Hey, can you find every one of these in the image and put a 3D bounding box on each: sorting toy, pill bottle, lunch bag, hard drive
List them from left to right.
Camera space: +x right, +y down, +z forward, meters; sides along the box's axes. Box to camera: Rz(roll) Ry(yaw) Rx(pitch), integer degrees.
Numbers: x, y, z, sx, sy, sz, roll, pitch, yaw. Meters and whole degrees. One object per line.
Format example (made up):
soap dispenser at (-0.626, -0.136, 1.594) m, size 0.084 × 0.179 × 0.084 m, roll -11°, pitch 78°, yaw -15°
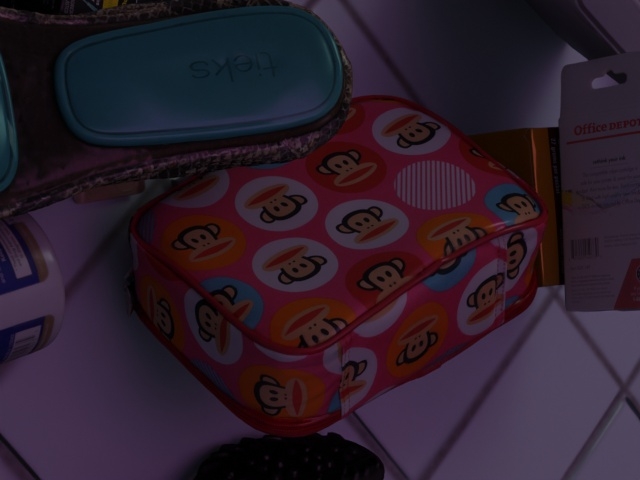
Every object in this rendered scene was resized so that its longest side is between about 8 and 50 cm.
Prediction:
pill bottle at (-0.281, 0.048, 1.345) m, size 0.187 × 0.112 × 0.112 m, roll -18°, pitch 98°, yaw -39°
sorting toy at (-0.169, -0.073, 1.508) m, size 0.062 × 0.012 × 0.083 m, roll -11°, pitch 97°, yaw -34°
lunch bag at (0.000, 0.000, 1.507) m, size 0.293 × 0.258 × 0.120 m, roll -27°, pitch 139°, yaw -30°
hard drive at (0.224, -0.197, 1.664) m, size 0.040 × 0.307 × 0.203 m, roll -45°, pitch 118°, yaw 5°

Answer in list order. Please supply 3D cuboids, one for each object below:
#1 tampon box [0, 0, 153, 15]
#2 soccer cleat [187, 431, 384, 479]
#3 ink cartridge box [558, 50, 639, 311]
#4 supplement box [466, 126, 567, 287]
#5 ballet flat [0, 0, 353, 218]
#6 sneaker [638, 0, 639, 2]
tampon box at (-0.150, -0.204, 1.476) m, size 0.161 × 0.101 × 0.120 m, roll 8°, pitch 82°, yaw -39°
soccer cleat at (-0.078, 0.242, 1.515) m, size 0.318 × 0.109 × 0.116 m, roll -21°, pitch 122°, yaw -41°
ink cartridge box at (0.249, -0.045, 1.529) m, size 0.067 × 0.115 × 0.198 m, roll 1°, pitch 86°, yaw -38°
supplement box at (0.186, -0.027, 1.676) m, size 0.194 × 0.191 × 0.129 m, roll -5°, pitch 90°, yaw -40°
ballet flat at (-0.214, -0.084, 1.353) m, size 0.483 × 0.182 × 0.164 m, roll -5°, pitch 77°, yaw -27°
sneaker at (0.364, -0.281, 1.902) m, size 0.153 × 0.101 × 0.268 m, roll -2°, pitch 93°, yaw -40°
